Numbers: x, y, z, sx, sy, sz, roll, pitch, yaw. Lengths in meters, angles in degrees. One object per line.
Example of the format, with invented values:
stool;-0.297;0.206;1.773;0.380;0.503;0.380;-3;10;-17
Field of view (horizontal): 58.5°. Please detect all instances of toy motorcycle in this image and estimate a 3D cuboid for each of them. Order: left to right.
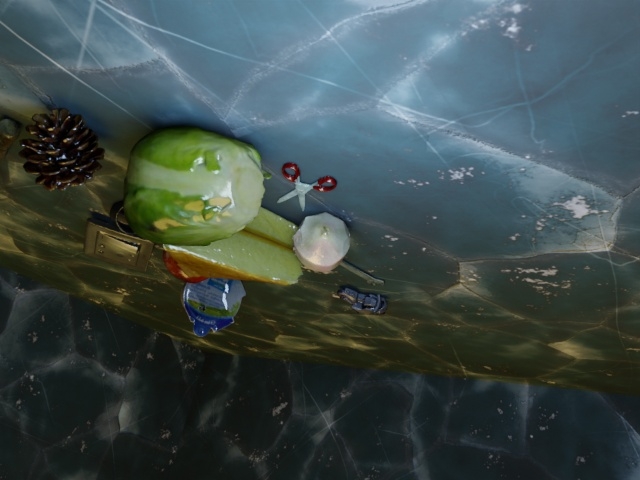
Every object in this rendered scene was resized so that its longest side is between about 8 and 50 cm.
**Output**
toy motorcycle;0.170;0.240;2.213;0.215;0.080;0.122;26;156;-17

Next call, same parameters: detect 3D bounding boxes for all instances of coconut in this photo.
coconut;0.000;0.000;1.626;0.170;0.171;0.183;12;161;4

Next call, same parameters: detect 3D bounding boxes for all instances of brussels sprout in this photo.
brussels sprout;-0.312;-0.119;1.373;0.314;0.276;0.371;27;154;-38

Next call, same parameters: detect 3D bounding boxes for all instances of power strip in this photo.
power strip;-0.773;0.007;2.204;0.257;0.092;0.251;21;149;-14

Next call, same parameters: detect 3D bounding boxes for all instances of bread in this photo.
bread;-0.223;-0.015;1.645;0.361;0.233;0.245;7;157;5

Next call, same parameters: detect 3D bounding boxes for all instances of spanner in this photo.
spanner;0.114;0.100;1.989;0.302;0.017;0.071;31;152;-36

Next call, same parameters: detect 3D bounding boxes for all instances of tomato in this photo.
tomato;-0.502;0.088;2.171;0.200;0.140;0.233;37;150;-31

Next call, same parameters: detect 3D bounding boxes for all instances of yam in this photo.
yam;-0.911;-0.283;1.633;0.061;0.061;0.253;27;155;-30

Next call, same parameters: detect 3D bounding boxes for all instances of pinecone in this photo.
pinecone;-0.652;-0.233;1.433;0.207;0.208;0.208;12;158;5

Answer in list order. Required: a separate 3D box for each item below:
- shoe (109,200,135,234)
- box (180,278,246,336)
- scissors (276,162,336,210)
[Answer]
shoe;-0.648;-0.074;1.933;0.108;0.093;0.241;27;153;-32
box;-0.482;0.258;2.417;0.262;0.291;0.206;21;168;-25
scissors;-0.054;-0.134;1.529;0.144;0.017;0.248;19;159;-10
